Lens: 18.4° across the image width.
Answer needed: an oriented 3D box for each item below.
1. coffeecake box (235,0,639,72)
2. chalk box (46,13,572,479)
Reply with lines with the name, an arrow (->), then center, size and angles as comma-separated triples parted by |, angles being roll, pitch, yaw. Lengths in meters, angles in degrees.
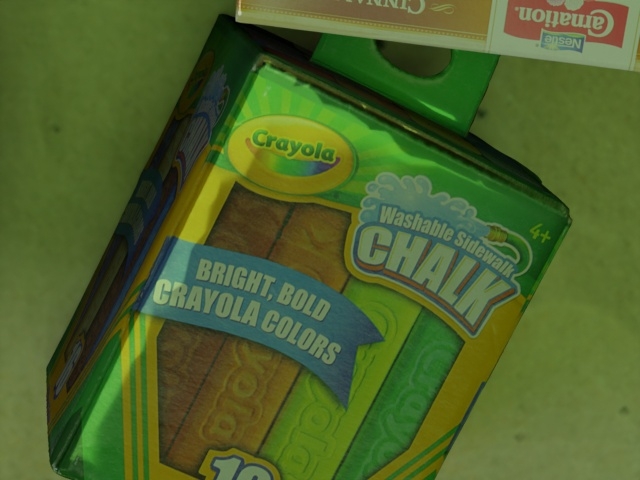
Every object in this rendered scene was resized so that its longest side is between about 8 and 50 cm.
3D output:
coffeecake box -> 0.052, -0.158, 0.640 | 0.142, 0.068, 0.185 | 8, 116, 2
chalk box -> 0.000, 0.000, 0.743 | 0.132, 0.132, 0.213 | 24, 99, -13
